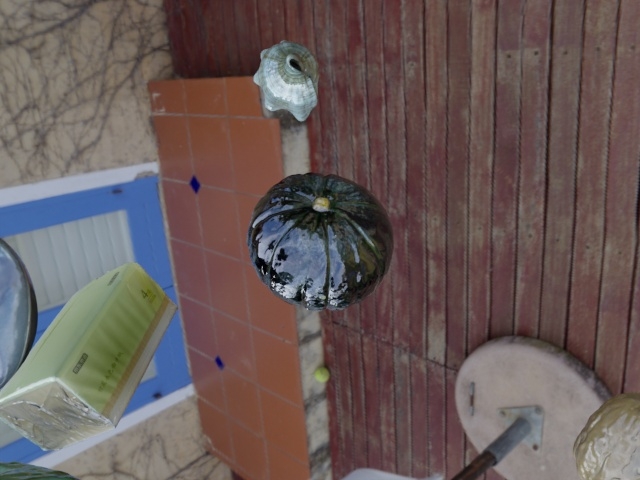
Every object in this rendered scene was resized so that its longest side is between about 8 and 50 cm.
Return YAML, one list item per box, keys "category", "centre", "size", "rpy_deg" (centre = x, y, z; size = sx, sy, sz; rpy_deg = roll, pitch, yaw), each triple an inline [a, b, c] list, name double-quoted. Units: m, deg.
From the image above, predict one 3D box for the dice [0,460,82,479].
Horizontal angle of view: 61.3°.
- category: "dice"
  centre: [-0.490, 0.491, 0.750]
  size: [0.300, 0.287, 0.297]
  rpy_deg: [6, 83, 14]

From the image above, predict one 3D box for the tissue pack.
- category: "tissue pack"
  centre: [-0.333, 0.163, 0.792]
  size: [0.159, 0.234, 0.125]
  rpy_deg: [-24, 118, 27]

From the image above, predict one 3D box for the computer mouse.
- category: "computer mouse"
  centre: [-0.380, 0.089, 0.508]
  size: [0.379, 0.090, 0.167]
  rpy_deg: [-28, 100, 25]

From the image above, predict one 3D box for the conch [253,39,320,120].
- category: "conch"
  centre: [-0.083, -0.400, 1.365]
  size: [0.169, 0.386, 0.203]
  rpy_deg: [-31, 104, 18]

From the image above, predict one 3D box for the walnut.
- category: "walnut"
  centre: [0.623, 0.415, 1.080]
  size: [0.198, 0.198, 0.245]
  rpy_deg: [35, 111, 34]

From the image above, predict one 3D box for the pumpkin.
- category: "pumpkin"
  centre: [0.000, 0.000, 0.801]
  size: [0.220, 0.220, 0.162]
  rpy_deg: [40, 147, 30]
